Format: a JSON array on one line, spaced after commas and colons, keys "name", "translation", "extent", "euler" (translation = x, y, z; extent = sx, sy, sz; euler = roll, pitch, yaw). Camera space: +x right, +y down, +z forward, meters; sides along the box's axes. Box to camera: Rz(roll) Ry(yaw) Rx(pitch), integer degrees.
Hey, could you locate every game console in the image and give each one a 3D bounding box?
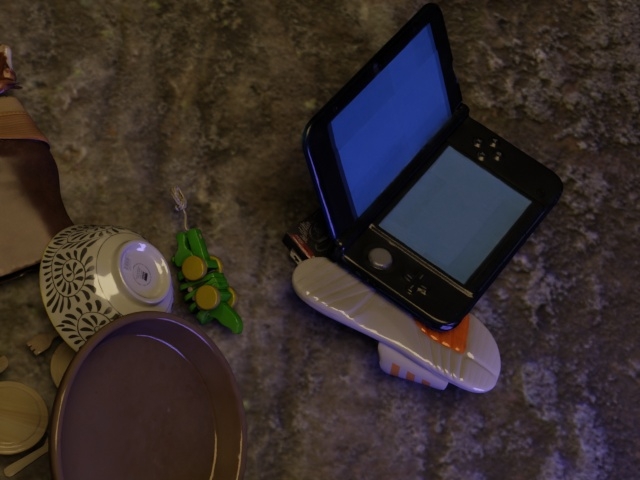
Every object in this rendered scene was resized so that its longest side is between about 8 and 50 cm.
[{"name": "game console", "translation": [0.138, -0.088, 1.878], "extent": [0.250, 0.173, 0.293], "euler": [35, 55, 11]}]

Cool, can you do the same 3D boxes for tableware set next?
[{"name": "tableware set", "translation": [-0.298, 0.174, 1.778], "extent": [0.194, 0.039, 0.128], "euler": [-30, 69, -28]}]

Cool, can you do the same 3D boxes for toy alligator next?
[{"name": "toy alligator", "translation": [-0.147, 0.031, 1.862], "extent": [0.051, 0.056, 0.190], "euler": [-30, 77, 19]}]

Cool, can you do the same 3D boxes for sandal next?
[{"name": "sandal", "translation": [0.084, 0.104, 1.882], "extent": [0.265, 0.076, 0.102], "euler": [27, 48, 3]}]

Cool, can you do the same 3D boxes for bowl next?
[{"name": "bowl", "translation": [-0.217, 0.047, 1.780], "extent": [0.170, 0.080, 0.170], "euler": [26, 50, -37]}]

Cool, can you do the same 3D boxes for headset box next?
[{"name": "headset box", "translation": [0.000, 0.000, 1.918], "extent": [0.083, 0.032, 0.062], "euler": [-38, 83, -22]}]

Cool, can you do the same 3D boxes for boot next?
[{"name": "boot", "translation": [-0.405, -0.046, 1.799], "extent": [0.248, 0.090, 0.207], "euler": [-18, 74, -23]}]

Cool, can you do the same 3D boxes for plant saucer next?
[{"name": "plant saucer", "translation": [-0.185, 0.214, 1.720], "extent": [0.278, 0.041, 0.278], "euler": [8, 79, -47]}]

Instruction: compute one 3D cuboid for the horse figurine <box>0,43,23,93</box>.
[{"name": "horse figurine", "translation": [-0.488, -0.227, 1.860], "extent": [0.263, 0.066, 0.175], "euler": [-6, 66, -19]}]
